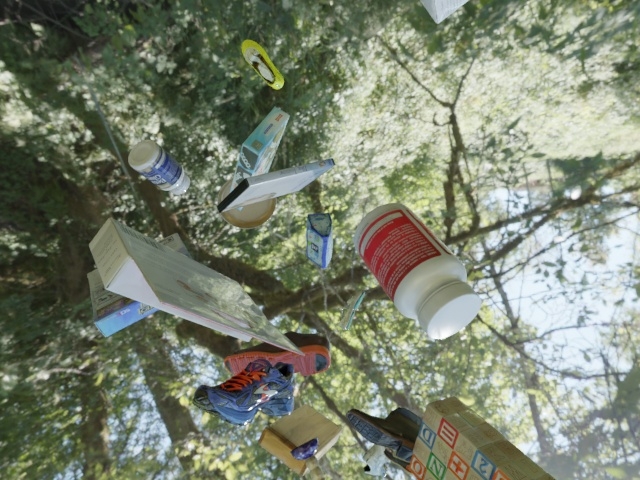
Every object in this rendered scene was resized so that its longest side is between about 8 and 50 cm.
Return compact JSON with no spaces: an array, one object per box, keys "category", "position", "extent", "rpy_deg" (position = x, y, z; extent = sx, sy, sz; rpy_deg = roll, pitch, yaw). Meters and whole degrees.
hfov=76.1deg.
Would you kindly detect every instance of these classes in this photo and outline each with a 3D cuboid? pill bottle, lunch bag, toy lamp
[{"category":"pill bottle","position":[-0.449,-0.201,1.160],"extent":[0.094,0.094,0.169],"rpy_deg":[-17,152,13]},{"category":"lunch bag","position":[0.000,0.000,1.352],"extent":[0.096,0.129,0.151],"rpy_deg":[-6,-144,-10]},{"category":"pill bottle","position":[0.283,0.083,1.232],"extent":[0.228,0.229,0.408],"rpy_deg":[-22,-136,-9]},{"category":"toy lamp","position":[0.023,0.583,0.897],"extent":[0.080,0.275,0.080],"rpy_deg":[-25,160,-10]}]

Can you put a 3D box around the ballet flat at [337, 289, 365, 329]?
[{"category":"ballet flat","position":[0.113,0.257,1.553],"extent":[0.052,0.168,0.057],"rpy_deg":[25,178,19]}]

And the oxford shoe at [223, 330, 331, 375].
[{"category":"oxford shoe","position":[-0.105,0.286,1.026],"extent":[0.271,0.097,0.098],"rpy_deg":[-6,-152,7]}]

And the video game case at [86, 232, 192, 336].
[{"category":"video game case","position":[-0.476,0.107,1.111],"extent":[0.269,0.061,0.244],"rpy_deg":[-28,-144,-18]}]

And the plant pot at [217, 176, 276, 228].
[{"category":"plant pot","position":[-0.297,-0.160,1.656],"extent":[0.236,0.237,0.032],"rpy_deg":[-21,-148,-4]}]

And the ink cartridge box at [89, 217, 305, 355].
[{"category":"ink cartridge box","position":[-0.198,0.101,0.663],"extent":[0.066,0.296,0.261],"rpy_deg":[-53,-134,-1]}]

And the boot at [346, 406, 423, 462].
[{"category":"boot","position":[0.180,0.490,1.096],"extent":[0.219,0.082,0.106],"rpy_deg":[29,-140,9]}]

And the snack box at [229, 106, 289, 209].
[{"category":"snack box","position":[-0.204,-0.250,1.300],"extent":[0.187,0.060,0.322],"rpy_deg":[-60,-176,-32]}]

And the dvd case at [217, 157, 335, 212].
[{"category":"dvd case","position":[-0.107,-0.133,0.987],"extent":[0.252,0.022,0.180],"rpy_deg":[-22,177,-37]}]

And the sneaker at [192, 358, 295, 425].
[{"category":"sneaker","position":[-0.112,0.229,0.643],"extent":[0.083,0.087,0.221],"rpy_deg":[7,170,28]}]

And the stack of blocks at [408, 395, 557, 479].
[{"category":"stack of blocks","position":[0.312,0.460,0.761],"extent":[0.087,0.171,0.297],"rpy_deg":[0,-161,-32]}]

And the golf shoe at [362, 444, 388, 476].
[{"category":"golf shoe","position":[0.186,0.736,1.396],"extent":[0.085,0.176,0.069],"rpy_deg":[-1,-161,-3]}]

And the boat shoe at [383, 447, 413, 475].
[{"category":"boat shoe","position":[0.249,0.670,1.258],"extent":[0.049,0.043,0.137],"rpy_deg":[23,170,-29]}]

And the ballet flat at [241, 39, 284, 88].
[{"category":"ballet flat","position":[-0.227,-0.669,1.542],"extent":[0.077,0.231,0.077],"rpy_deg":[-40,180,29]}]

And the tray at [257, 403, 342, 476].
[{"category":"tray","position":[-0.066,0.786,1.656],"extent":[0.202,0.076,0.411],"rpy_deg":[26,-179,22]}]

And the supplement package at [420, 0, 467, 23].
[{"category":"supplement package","position":[0.145,-0.453,0.509],"extent":[0.145,0.204,0.262],"rpy_deg":[-33,171,17]}]
